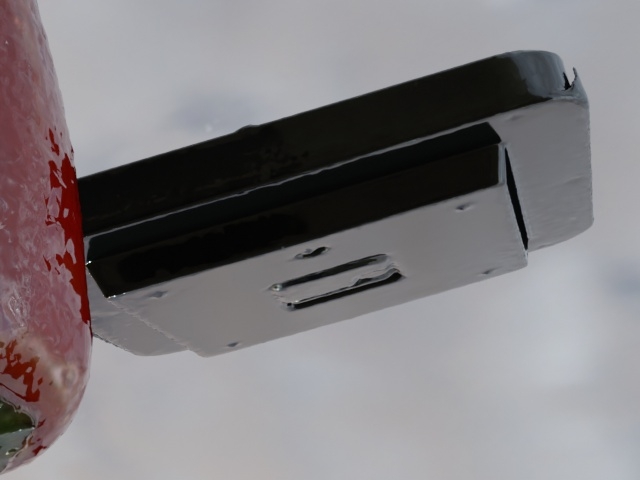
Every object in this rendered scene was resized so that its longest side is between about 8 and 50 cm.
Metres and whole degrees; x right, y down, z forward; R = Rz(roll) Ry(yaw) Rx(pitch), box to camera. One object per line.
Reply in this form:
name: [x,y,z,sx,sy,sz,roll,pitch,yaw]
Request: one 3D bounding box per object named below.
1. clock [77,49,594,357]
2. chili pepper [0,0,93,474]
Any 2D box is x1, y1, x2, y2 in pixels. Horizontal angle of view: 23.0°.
clock: [0.000,0.001,0.781,0.279,0.273,0.049,-16,-105,7]
chili pepper: [-0.129,0.007,0.442,0.131,0.135,0.338,131,-56,-62]
